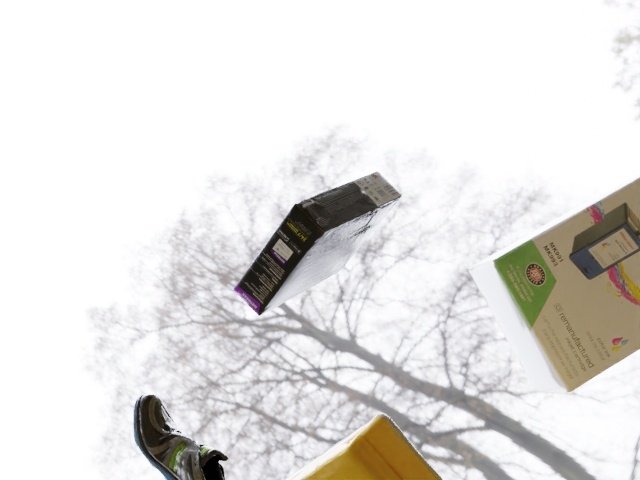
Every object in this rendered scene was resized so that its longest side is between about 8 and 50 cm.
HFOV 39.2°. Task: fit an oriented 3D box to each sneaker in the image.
[{"bbox_3d":[-0.150,0.252,1.041,0.078,0.188,0.067,-44,-20,17],"label":"sneaker"}]

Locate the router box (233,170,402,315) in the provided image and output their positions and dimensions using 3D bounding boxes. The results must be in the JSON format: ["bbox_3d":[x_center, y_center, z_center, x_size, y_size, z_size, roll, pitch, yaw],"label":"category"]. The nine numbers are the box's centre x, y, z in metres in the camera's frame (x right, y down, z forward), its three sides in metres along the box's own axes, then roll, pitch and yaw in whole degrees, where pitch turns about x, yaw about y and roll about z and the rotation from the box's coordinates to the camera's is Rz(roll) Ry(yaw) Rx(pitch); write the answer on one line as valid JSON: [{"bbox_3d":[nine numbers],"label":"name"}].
[{"bbox_3d":[0.000,0.000,0.980,0.133,0.046,0.179,-53,-15,31],"label":"router box"}]

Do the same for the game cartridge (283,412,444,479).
[{"bbox_3d":[0.062,0.327,0.719,0.323,0.285,0.053,50,-139,6],"label":"game cartridge"}]

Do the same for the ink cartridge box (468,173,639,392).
[{"bbox_3d":[0.292,0.042,0.945,0.212,0.093,0.154,-28,-94,-11],"label":"ink cartridge box"}]
